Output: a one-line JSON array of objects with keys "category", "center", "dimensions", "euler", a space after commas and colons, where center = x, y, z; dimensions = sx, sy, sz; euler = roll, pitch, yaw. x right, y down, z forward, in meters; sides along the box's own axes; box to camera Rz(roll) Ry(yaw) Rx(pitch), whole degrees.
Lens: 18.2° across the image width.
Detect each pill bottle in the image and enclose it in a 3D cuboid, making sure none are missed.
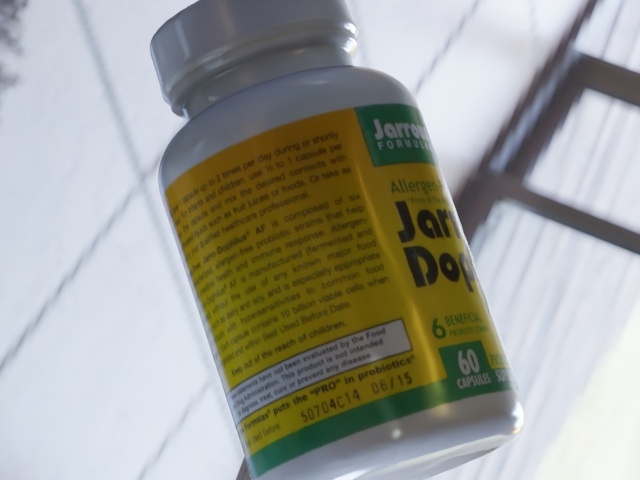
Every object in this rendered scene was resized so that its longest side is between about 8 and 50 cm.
[{"category": "pill bottle", "center": [0.000, 0.000, 0.837], "dimensions": [0.117, 0.117, 0.208], "euler": [13, 56, -67]}]

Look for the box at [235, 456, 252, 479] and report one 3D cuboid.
[{"category": "box", "center": [-0.014, 0.162, 1.600], "dimensions": [0.063, 0.067, 0.324], "euler": [65, 37, -49]}]
